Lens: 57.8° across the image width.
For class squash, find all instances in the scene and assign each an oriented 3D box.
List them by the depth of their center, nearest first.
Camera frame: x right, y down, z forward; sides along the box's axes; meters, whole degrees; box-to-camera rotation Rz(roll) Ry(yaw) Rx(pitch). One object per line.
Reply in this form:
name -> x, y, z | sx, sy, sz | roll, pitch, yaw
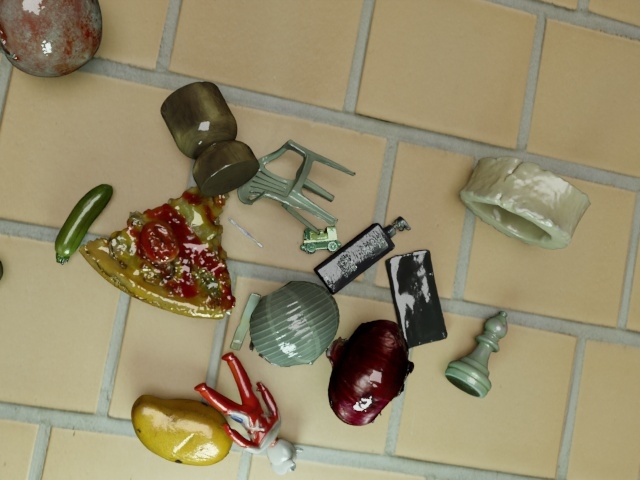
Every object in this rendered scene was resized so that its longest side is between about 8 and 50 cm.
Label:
squash -> -0.668, -0.053, 1.612 | 0.069, 0.069, 0.258 | 33, 83, -6

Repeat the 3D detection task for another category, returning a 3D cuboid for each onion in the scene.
onion -> 0.122, 0.353, 1.590 | 0.232, 0.314, 0.314 | 28, 84, 0

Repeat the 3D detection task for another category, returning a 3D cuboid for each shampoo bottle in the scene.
shampoo bottle -> 0.130, 0.031, 1.725 | 0.309, 0.071, 0.098 | -37, 90, -10

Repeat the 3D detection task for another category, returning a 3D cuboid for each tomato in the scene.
tomato -> -0.722, -0.585, 1.503 | 0.282, 0.316, 0.317 | -14, 90, -33

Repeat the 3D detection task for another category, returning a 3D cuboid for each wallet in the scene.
wallet -> 0.291, 0.176, 1.763 | 0.146, 0.030, 0.285 | -12, 88, -6

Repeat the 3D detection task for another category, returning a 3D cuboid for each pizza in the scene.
pizza -> -0.390, -0.013, 1.595 | 0.440, 0.130, 0.406 | 24, 71, -6

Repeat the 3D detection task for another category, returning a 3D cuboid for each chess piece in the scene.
chess piece -> 0.494, 0.326, 1.752 | 0.139, 0.139, 0.272 | 36, 71, -5

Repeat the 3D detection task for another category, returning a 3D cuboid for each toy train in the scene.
toy train -> 0.000, 0.000, 1.717 | 0.122, 0.050, 0.081 | -4, 83, -8

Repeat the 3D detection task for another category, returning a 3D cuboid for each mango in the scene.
mango -> -0.383, 0.522, 1.606 | 0.295, 0.120, 0.177 | 24, 92, -5

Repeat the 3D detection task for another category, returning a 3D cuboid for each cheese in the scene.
cheese -> 0.585, -0.116, 1.687 | 0.332, 0.292, 0.153 | 28, 85, -1

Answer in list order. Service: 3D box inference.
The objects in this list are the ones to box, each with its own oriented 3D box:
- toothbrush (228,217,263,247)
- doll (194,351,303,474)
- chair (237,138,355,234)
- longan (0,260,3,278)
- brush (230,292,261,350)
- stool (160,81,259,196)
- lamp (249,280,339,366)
toothbrush -> -0.220, -0.023, 1.703 | 0.131, 0.013, 0.011 | 41, 73, -4
doll -> -0.183, 0.503, 1.627 | 0.384, 0.099, 0.188 | 53, 44, -7
chair -> -0.079, -0.149, 1.645 | 0.274, 0.190, 0.203 | 30, 61, -11
longan -> -0.913, 0.079, 1.559 | 0.119, 0.106, 0.106 | 23, 83, 33
brush -> -0.219, 0.234, 1.687 | 0.033, 0.030, 0.178 | 21, 95, -14
stool -> -0.304, -0.278, 1.590 | 0.179, 0.179, 0.264 | -28, 78, -9
lamp -> -0.072, 0.236, 1.605 | 0.265, 0.233, 0.233 | -25, 91, -17
